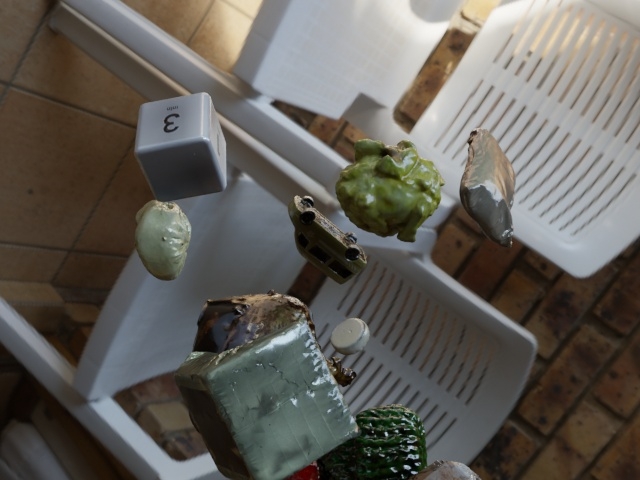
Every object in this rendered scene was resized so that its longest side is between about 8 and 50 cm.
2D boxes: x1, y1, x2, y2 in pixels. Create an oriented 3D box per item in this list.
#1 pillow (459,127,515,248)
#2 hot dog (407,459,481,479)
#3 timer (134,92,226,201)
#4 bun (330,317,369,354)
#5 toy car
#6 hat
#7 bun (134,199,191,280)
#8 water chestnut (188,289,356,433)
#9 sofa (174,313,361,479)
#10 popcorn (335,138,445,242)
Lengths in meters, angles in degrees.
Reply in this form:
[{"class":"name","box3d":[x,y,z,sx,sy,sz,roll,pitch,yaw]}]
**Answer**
[{"class":"pillow","box3d":[0.326,-0.104,1.333,0.173,0.067,0.270,54,33,-24]},{"class":"hot dog","box3d":[0.196,0.514,1.320,0.253,0.131,0.069,-33,135,-12]},{"class":"timer","box3d":[-0.359,-0.241,1.814,0.192,0.195,0.194,-10,140,3]},{"class":"bun","box3d":[0.110,0.342,2.391,0.138,0.138,0.094,-42,125,-15]},{"class":"toy car","box3d":[0.000,0.000,1.822,0.257,0.101,0.124,39,107,-20]},{"class":"hat","box3d":[0.071,0.509,1.539,0.332,0.274,0.242,-7,159,10]},{"class":"bun","box3d":[-0.419,-0.007,1.888,0.145,0.229,0.229,-23,148,-3]},{"class":"water chestnut","box3d":[-0.096,0.265,1.390,0.335,0.347,0.335,8,90,-75]},{"class":"sofa","box3d":[-0.092,0.241,1.056,0.176,0.210,0.225,-27,-179,-27]},{"class":"popcorn","box3d":[0.164,-0.115,1.630,0.256,0.255,0.195,-9,178,0]}]
